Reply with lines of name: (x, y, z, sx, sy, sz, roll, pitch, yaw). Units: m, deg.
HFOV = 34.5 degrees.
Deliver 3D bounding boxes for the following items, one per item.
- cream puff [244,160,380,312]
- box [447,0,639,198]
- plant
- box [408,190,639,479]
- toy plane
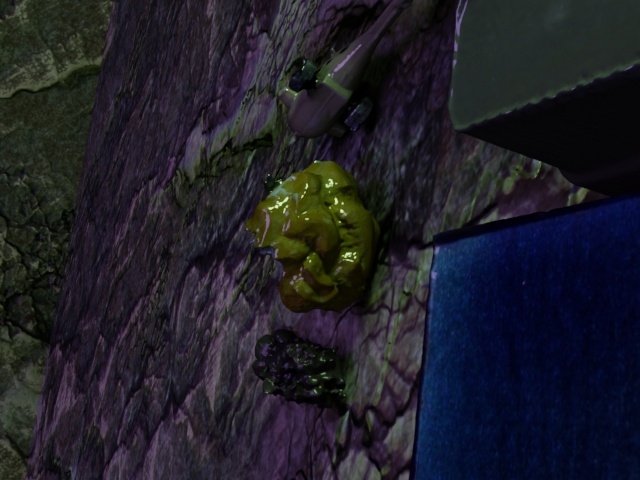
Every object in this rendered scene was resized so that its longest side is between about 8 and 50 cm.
cream puff: (0.001, 0.001, 1.038, 0.121, 0.156, 0.156, -29, 37, 3)
box: (0.198, -0.103, 0.556, 0.274, 0.178, 0.138, -14, 66, 63)
plant: (-0.029, 0.133, 1.083, 0.087, 0.085, 0.174, -41, 17, -12)
box: (0.166, 0.116, 0.602, 0.279, 0.116, 0.261, -13, 69, 64)
toy plane: (0.037, -0.193, 1.083, 0.286, 0.092, 0.108, -46, 15, 54)
